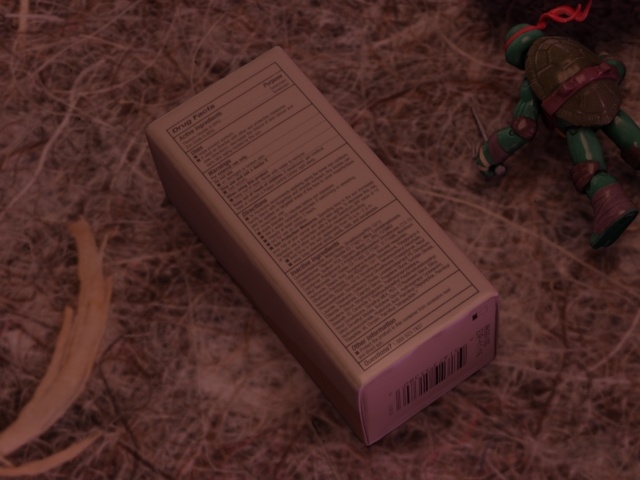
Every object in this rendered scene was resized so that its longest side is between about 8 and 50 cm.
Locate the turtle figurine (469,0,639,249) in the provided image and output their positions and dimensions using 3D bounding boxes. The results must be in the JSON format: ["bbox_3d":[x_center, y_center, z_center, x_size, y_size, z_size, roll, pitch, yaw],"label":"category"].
[{"bbox_3d":[0.214,-0.111,1.557,0.175,0.118,0.234,-31,68,-12],"label":"turtle figurine"}]

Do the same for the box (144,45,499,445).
[{"bbox_3d":[0.000,0.000,1.504,0.148,0.121,0.311,-32,63,-13],"label":"box"}]
